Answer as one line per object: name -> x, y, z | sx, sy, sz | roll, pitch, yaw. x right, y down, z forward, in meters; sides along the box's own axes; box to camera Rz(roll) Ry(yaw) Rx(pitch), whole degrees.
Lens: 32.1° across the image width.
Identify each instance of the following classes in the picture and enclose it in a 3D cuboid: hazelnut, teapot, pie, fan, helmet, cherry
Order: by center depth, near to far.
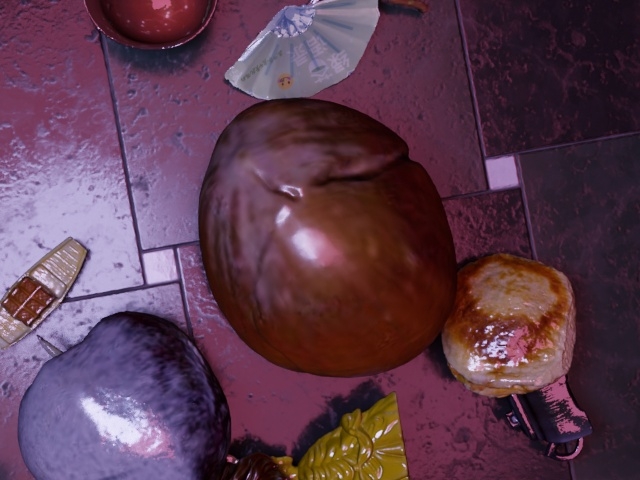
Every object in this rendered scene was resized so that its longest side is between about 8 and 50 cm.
hazelnut -> 0.000, 0.000, 1.376 | 0.315, 0.372, 0.372 | -38, 94, 6
cherry -> -0.250, 0.219, 1.398 | 0.296, 0.218, 0.255 | 41, 71, 19
helmet -> -0.219, -0.317, 1.473 | 0.175, 0.106, 0.155 | -16, 89, -3
pie -> 0.252, 0.113, 1.500 | 0.178, 0.084, 0.205 | 3, 66, 21
fan -> -0.016, -0.264, 1.519 | 0.240, 0.009, 0.131 | -30, 118, 2
teapot -> 0.302, 0.228, 1.540 | 0.096, 0.087, 0.177 | -27, 92, -2

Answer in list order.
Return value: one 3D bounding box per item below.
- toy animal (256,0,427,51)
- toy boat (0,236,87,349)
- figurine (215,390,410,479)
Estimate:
toy animal -> 0.036, -0.343, 1.532 | 0.229, 0.066, 0.224 | 4, 107, -16
toy boat -> -0.374, 0.069, 1.467 | 0.065, 0.066, 0.172 | 41, 84, -2
figurine -> -0.039, 0.319, 1.478 | 0.315, 0.168, 0.187 | -9, 129, 2
